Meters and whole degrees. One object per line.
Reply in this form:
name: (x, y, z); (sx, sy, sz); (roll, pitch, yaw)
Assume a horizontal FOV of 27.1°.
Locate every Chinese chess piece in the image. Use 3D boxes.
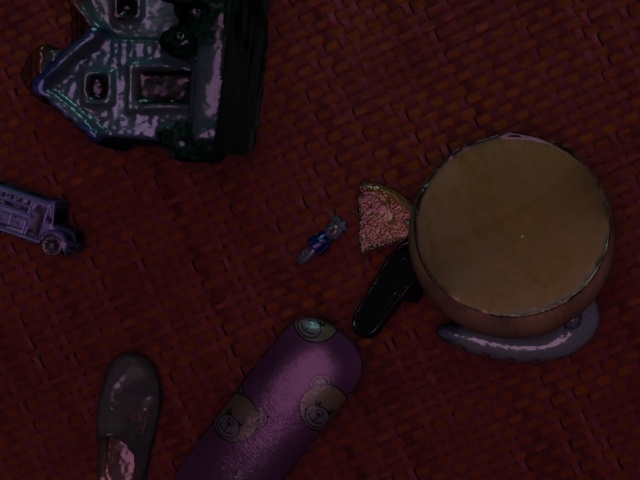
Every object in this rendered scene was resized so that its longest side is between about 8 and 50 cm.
Chinese chess piece: (0.237, -0.006, 1.648); (0.257, 0.104, 0.257); (-3, 70, 8)

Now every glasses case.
glasses case: (-0.070, 0.243, 1.747); (0.123, 0.076, 0.316); (37, 96, 3)

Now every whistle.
whistle: (0.000, 0.000, 1.752); (0.083, 0.029, 0.033); (-42, 51, 2)

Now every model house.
model house: (-0.243, -0.254, 1.667); (0.329, 0.252, 0.295); (6, 94, 12)

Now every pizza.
pizza: (0.081, -0.037, 1.743); (0.100, 0.029, 0.099); (-26, 82, 5)

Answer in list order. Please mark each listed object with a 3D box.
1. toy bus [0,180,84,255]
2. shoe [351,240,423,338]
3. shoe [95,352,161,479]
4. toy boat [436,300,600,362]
toy bus: (-0.394, -0.032, 1.770); (0.167, 0.073, 0.076); (17, 93, 6)
shoe: (0.101, 0.067, 1.731); (0.062, 0.053, 0.159); (28, 74, 39)
shoe: (-0.262, 0.251, 1.770); (0.079, 0.078, 0.195); (7, 98, 6)
toy boat: (0.254, 0.092, 1.704); (0.207, 0.079, 0.134); (8, 91, 7)
